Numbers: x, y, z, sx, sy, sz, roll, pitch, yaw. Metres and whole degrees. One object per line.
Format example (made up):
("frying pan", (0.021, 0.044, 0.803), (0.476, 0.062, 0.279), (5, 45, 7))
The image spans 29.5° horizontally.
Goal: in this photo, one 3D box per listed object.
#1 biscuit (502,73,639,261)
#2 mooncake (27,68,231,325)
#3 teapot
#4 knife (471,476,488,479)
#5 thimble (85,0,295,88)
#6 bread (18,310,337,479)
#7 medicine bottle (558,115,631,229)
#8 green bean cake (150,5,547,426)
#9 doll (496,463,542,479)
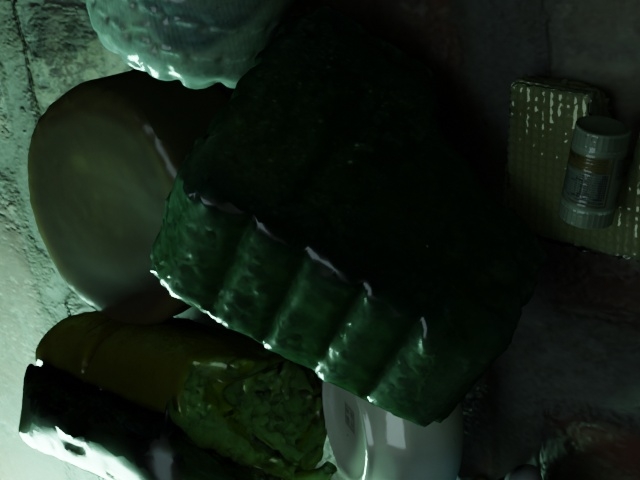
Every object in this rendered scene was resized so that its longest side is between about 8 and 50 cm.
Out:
("biscuit", (0.265, -0.055, 1.018), (0.250, 0.046, 0.147), (15, 117, 40))
("mooncake", (-0.189, -0.056, 1.375), (0.284, 0.155, 0.284), (18, 118, 37))
("teapot", (0.086, 0.164, 1.230), (0.204, 0.139, 0.298), (-120, 28, -55))
("knife", (0.240, 0.377, 1.265), (0.047, 0.017, 0.298), (-31, 86, 40))
("thimble", (-0.120, -0.266, 1.171), (0.250, 0.205, 0.172), (-116, 34, -45))
("bread", (-0.176, 0.194, 1.427), (0.376, 0.251, 0.208), (5, 78, 43))
("medicine bottle", (0.223, -0.055, 0.990), (0.047, 0.047, 0.083), (25, 124, 34))
("green bean cake", (0.040, -0.023, 1.081), (0.308, 0.300, 0.169), (29, 135, 2))
("doll", (0.231, 0.380, 1.115), (0.310, 0.240, 0.284), (39, 103, 17))
